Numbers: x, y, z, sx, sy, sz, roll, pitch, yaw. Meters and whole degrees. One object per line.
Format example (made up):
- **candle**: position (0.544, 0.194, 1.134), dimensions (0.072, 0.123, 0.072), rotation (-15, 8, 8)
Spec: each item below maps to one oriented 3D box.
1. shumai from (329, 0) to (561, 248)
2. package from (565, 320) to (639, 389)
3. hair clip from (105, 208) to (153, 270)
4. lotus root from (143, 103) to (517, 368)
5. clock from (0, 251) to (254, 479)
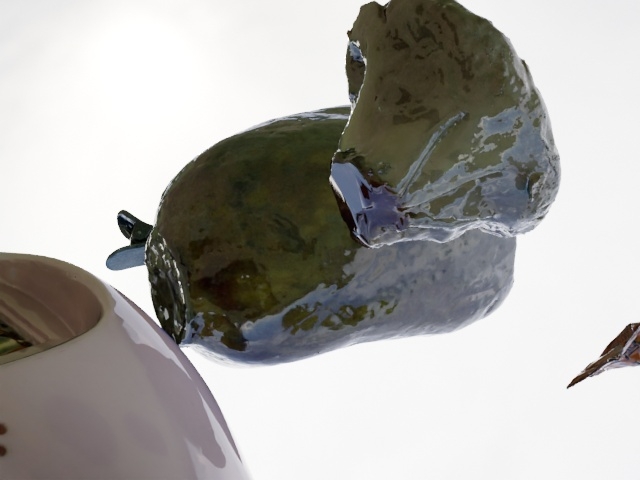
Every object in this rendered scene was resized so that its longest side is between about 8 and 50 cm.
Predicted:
- **shumai**: position (0.064, -0.069, 1.115), dimensions (0.120, 0.201, 0.201), rotation (-35, -156, -29)
- **package**: position (0.224, 0.076, 1.142), dimensions (0.077, 0.033, 0.110), rotation (-27, 165, 37)
- **hair clip**: position (-0.102, 0.020, 1.640), dimensions (0.229, 0.039, 0.070), rotation (11, -132, -5)
- **lotus root**: position (0.000, 0.000, 1.495), dimensions (0.346, 0.250, 0.250), rotation (-16, -164, -32)
- **clock**: position (-0.189, 0.164, 0.918), dimensions (0.376, 0.250, 0.368), rotation (29, -148, 37)
